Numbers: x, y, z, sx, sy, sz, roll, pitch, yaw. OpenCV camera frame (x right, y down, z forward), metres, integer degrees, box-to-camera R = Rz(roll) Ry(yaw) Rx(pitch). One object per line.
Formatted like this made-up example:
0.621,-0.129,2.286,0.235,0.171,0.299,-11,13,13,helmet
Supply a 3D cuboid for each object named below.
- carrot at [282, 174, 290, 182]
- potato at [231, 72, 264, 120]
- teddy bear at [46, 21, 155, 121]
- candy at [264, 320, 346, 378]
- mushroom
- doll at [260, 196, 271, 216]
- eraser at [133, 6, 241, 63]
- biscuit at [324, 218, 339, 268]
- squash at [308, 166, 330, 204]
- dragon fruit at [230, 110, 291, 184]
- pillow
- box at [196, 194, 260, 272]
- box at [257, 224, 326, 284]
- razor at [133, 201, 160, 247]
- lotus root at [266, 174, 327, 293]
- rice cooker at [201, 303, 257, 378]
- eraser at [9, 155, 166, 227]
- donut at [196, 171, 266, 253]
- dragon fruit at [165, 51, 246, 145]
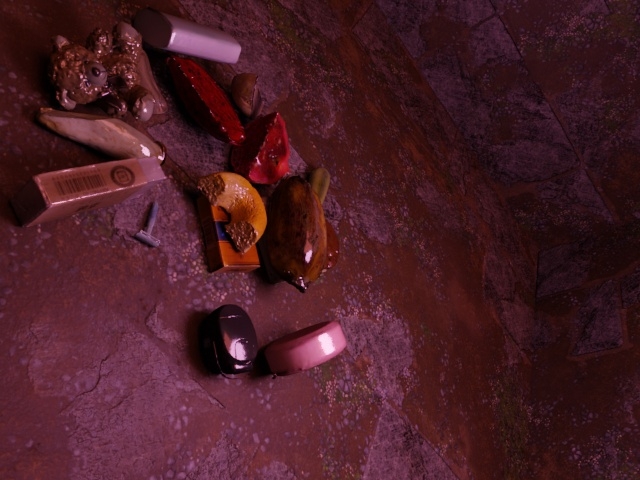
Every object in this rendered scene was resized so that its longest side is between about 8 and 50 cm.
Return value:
-0.131,-0.158,2.010,0.047,0.047,0.191,45,40,-26,carrot
-0.263,-0.482,1.963,0.100,0.261,0.120,16,84,0,potato
-0.585,-0.437,1.503,0.256,0.156,0.267,-12,94,-53,teddy bear
-0.050,0.321,1.698,0.255,0.255,0.094,-19,87,-53,candy
-0.555,-0.272,1.493,0.333,0.107,0.087,27,16,-40,mushroom
-0.191,-0.100,1.879,0.084,0.073,0.127,57,33,0,doll
-0.416,-0.644,1.817,0.189,0.104,0.290,32,22,31,eraser
0.000,0.000,2.021,0.212,0.036,0.212,30,50,-42,biscuit
-0.021,-0.177,2.135,0.083,0.083,0.250,43,46,-29,squash
-0.193,-0.272,1.942,0.211,0.134,0.262,48,55,-41,dragon fruit
-0.531,-0.472,1.689,0.130,0.033,0.217,-18,86,-52,pillow
-0.278,-0.022,1.738,0.152,0.070,0.237,2,72,-51,box
-0.099,0.034,1.948,0.270,0.045,0.210,-11,80,-53,box
-0.461,-0.051,1.558,0.068,0.040,0.135,37,39,-36,razor
-0.069,-0.023,1.826,0.196,0.179,0.397,27,53,-42,lotus root
-0.249,0.278,1.570,0.142,0.118,0.203,12,62,-49,rice cooker
-0.550,-0.125,1.389,0.343,0.144,0.078,-25,90,-53,eraser
-0.241,-0.107,1.706,0.259,0.101,0.152,56,31,-7,donut
-0.351,-0.428,1.821,0.343,0.100,0.282,54,20,-3,dragon fruit
